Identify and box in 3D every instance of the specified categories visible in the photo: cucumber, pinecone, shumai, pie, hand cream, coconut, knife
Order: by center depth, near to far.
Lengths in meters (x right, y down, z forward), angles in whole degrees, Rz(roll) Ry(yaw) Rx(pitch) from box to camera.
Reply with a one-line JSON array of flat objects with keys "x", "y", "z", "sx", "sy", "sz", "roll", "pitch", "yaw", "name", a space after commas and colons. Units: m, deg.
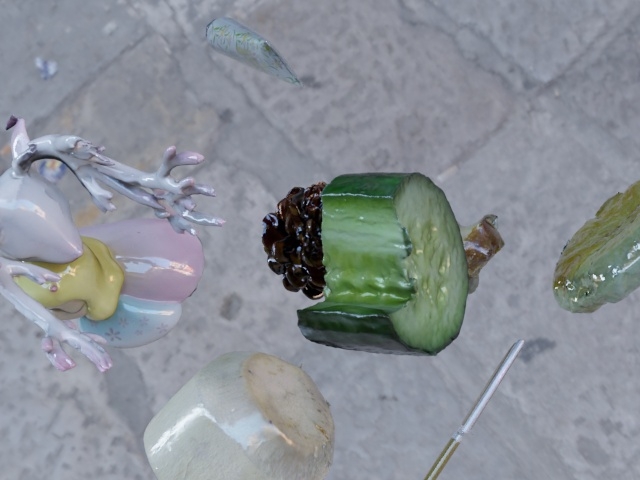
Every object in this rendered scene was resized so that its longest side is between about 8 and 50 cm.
[{"x": 0.070, "y": 0.027, "z": 1.118, "sx": 0.130, "sy": 0.191, "sz": 0.191, "roll": 3, "pitch": 63, "yaw": 25, "name": "cucumber"}, {"x": -0.079, "y": -0.210, "z": 1.182, "sx": 0.042, "sy": 0.067, "sz": 0.194, "roll": -41, "pitch": 33, "yaw": -6, "name": "hand cream"}, {"x": 0.000, "y": -0.002, "z": 1.267, "sx": 0.121, "sy": 0.140, "sz": 0.140, "roll": -19, "pitch": 46, "yaw": 59, "name": "pinecone"}, {"x": 0.185, "y": 0.233, "z": 1.356, "sx": 0.022, "sy": 0.046, "sz": 0.256, "roll": 33, "pitch": 86, "yaw": 10, "name": "knife"}, {"x": 0.424, "y": -0.016, "z": 1.439, "sx": 0.306, "sy": 0.306, "sz": 0.071, "roll": -43, "pitch": 93, "yaw": 0, "name": "pie"}, {"x": -0.116, "y": 0.292, "z": 1.517, "sx": 0.247, "sy": 0.245, "sz": 0.245, "roll": -45, "pitch": 46, "yaw": 24, "name": "coconut"}, {"x": 0.196, "y": 0.004, "z": 1.519, "sx": 0.116, "sy": 0.145, "sz": 0.145, "roll": -42, "pitch": 45, "yaw": 30, "name": "shumai"}]

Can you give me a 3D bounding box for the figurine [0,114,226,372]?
[{"x": -0.212, "y": 0.003, "z": 1.024, "sx": 0.284, "sy": 0.315, "sz": 0.206, "roll": 24, "pitch": 83, "yaw": 24, "name": "figurine"}]
